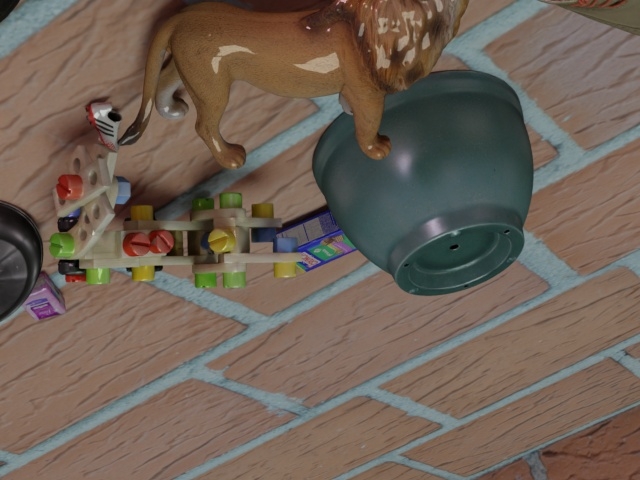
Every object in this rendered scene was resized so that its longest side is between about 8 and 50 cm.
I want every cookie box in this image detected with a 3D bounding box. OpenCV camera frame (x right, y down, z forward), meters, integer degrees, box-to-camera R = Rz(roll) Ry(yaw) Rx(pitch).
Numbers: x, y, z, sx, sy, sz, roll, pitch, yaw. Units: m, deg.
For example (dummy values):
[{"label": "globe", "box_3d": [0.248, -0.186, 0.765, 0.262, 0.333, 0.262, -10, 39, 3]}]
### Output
[{"label": "cookie box", "box_3d": [0.000, 0.000, 1.649, 0.107, 0.040, 0.092, -23, 156, 13]}]

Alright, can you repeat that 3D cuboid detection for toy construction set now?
[{"label": "toy construction set", "box_3d": [-0.203, -0.007, 1.408, 0.215, 0.151, 0.327, -1, 165, 45]}]

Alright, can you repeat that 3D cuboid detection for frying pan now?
[{"label": "frying pan", "box_3d": [-0.488, 0.041, 1.390, 0.326, 0.053, 0.197, -2, 121, -38]}]

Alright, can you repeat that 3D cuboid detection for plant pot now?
[{"label": "plant pot", "box_3d": [0.153, -0.051, 1.491, 0.293, 0.196, 0.293, -12, 150, -7]}]

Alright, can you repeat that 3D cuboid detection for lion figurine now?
[{"label": "lion figurine", "box_3d": [-0.036, -0.199, 1.208, 0.392, 0.142, 0.240, -9, 143, -5]}]

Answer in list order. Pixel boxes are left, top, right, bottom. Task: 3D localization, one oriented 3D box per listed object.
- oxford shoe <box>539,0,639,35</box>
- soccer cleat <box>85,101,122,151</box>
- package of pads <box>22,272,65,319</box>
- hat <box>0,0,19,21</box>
[{"label": "oxford shoe", "box_3d": [0.268, -0.265, 1.155, 0.348, 0.130, 0.123, 19, 135, -19]}, {"label": "soccer cleat", "box_3d": [-0.243, -0.131, 1.324, 0.035, 0.029, 0.083, -14, 146, 5]}, {"label": "package of pads", "box_3d": [-0.394, 0.079, 1.601, 0.050, 0.032, 0.083, -14, 150, 1]}, {"label": "hat", "box_3d": [-0.365, -0.256, 0.922, 0.331, 0.134, 0.331, -35, 173, -5]}]
